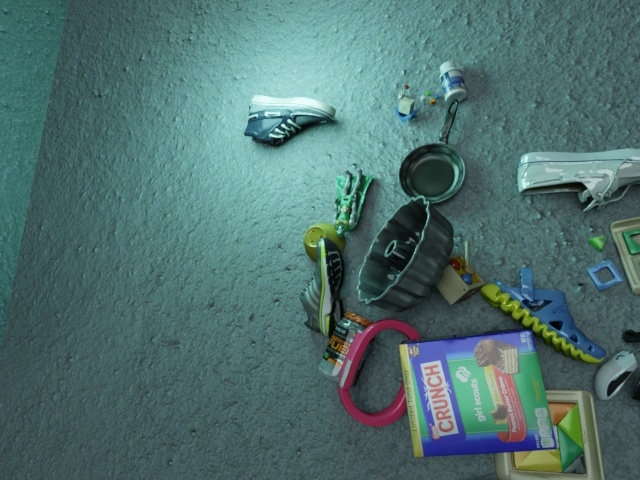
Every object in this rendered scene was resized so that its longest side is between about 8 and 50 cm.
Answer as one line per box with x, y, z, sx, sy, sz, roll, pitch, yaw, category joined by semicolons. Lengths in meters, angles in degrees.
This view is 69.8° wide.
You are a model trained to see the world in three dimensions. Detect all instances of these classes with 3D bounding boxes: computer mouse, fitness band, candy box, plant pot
0.708;0.292;1.087;0.042;0.106;0.193;35;95;1;computer mouse
0.166;0.354;1.243;0.209;0.054;0.290;25;84;-13;fitness band
0.367;0.364;1.116;0.317;0.122;0.268;-10;77;14;candy box
0.000;0.000;1.435;0.134;0.095;0.134;-5;74;19;plant pot

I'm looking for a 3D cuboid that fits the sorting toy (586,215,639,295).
0.847;0.023;1.132;0.348;0.047;0.195;-13;71;17;sorting toy

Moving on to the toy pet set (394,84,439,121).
0.299;-0.432;1.473;0.122;0.065;0.114;26;51;22;toy pet set

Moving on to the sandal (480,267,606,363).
0.572;0.180;1.158;0.317;0.126;0.138;41;88;24;sandal

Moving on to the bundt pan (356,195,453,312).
0.238;0.049;1.239;0.124;0.331;0.330;29;86;-12;bundt pan

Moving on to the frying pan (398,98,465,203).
0.335;-0.262;1.404;0.197;0.053;0.326;-6;72;19;frying pan

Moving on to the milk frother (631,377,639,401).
0.795;0.322;1.022;0.135;0.129;0.143;26;93;37;milk frother

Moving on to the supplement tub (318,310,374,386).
0.080;0.306;1.310;0.117;0.117;0.190;20;83;24;supplement tub

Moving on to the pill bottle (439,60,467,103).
0.410;-0.495;1.430;0.067;0.067;0.120;-15;71;17;pill bottle

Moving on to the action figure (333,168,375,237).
0.086;-0.115;1.439;0.137;0.063;0.232;-2;65;32;action figure

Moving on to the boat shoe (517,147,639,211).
0.703;-0.143;1.186;0.367;0.136;0.156;6;78;25;boat shoe

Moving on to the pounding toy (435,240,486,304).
0.380;0.085;1.256;0.130;0.141;0.100;54;126;24;pounding toy

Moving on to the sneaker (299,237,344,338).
-0.004;0.140;1.365;0.121;0.111;0.299;3;94;29;sneaker

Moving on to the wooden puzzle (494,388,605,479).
0.547;0.480;1.124;0.239;0.044;0.220;-5;74;20;wooden puzzle

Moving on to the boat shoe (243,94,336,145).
-0.112;-0.401;1.586;0.341;0.127;0.158;14;87;31;boat shoe
